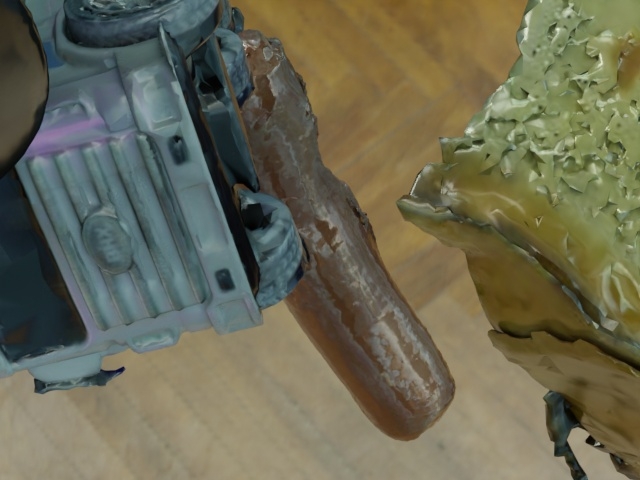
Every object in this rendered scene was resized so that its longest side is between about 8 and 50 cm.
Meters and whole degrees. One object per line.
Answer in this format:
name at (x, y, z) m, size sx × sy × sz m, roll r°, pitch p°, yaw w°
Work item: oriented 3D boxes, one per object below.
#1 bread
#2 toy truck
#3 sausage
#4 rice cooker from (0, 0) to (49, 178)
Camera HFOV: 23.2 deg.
bread at (0.187, 0.019, 0.739) m, size 0.315 × 0.279 × 0.248 m, roll 31°, pitch 74°, yaw -2°
toy truck at (-0.105, -0.065, 0.556) m, size 0.155 × 0.124 × 0.268 m, roll -17°, pitch 35°, yaw 0°
sausage at (-0.001, 0.001, 1.052) m, size 0.079 × 0.087 × 0.326 m, roll -52°, pitch 125°, yaw -37°
rice cooker at (-0.174, -0.104, 0.343) m, size 0.281 × 0.241 × 0.227 m, roll -9°, pitch 64°, yaw 29°
